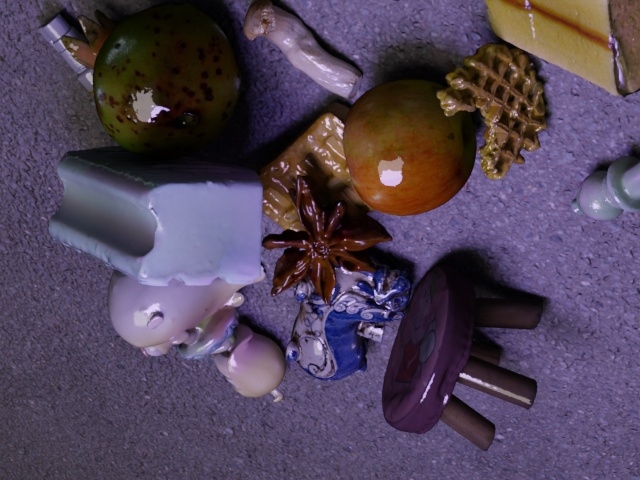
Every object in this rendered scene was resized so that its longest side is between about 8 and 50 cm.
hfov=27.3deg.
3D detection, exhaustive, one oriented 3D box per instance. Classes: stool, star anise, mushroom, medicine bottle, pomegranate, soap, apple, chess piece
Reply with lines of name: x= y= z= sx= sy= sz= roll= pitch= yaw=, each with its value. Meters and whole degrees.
stool: x=0.221 y=0.186 z=2.064 sx=0.178 sy=0.272 sz=0.272 roll=19 pitch=142 yaw=-9
star anise: x=0.006 y=0.002 z=2.014 sx=0.196 sy=0.111 sz=0.212 roll=11 pitch=109 yaw=-4
mushroom: x=-0.023 y=-0.270 z=1.888 sx=0.202 sy=0.054 sz=0.059 roll=37 pitch=139 yaw=-14
medicine bottle: x=-0.362 y=-0.265 z=2.106 sx=0.221 sy=0.061 sz=0.092 roll=50 pitch=156 yaw=-20
pomegranate: x=-0.247 y=-0.263 z=1.933 sx=0.286 sy=0.231 sz=0.231 roll=52 pitch=144 yaw=17
soap: x=-0.243 y=-0.048 z=2.001 sx=0.446 sy=0.261 sz=0.156 roll=18 pitch=106 yaw=57
apple: x=0.126 y=-0.131 z=1.831 sx=0.196 sy=0.196 sz=0.196 roll=18 pitch=139 yaw=16
chess piece: x=0.427 y=-0.078 z=1.757 sx=0.139 sy=0.139 sz=0.271 roll=41 pitch=150 yaw=-11

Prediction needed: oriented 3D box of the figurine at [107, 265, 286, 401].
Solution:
figurine: x=-0.183 y=0.145 z=2.349 sx=0.274 sy=0.227 sz=0.394 roll=-36 pitch=117 yaw=19

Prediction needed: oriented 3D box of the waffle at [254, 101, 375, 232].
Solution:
waffle: x=0.009 y=-0.096 z=2.041 sx=0.168 sy=0.057 sz=0.274 roll=41 pitch=140 yaw=-11

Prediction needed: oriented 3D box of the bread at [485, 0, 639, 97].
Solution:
bread: x=0.334 y=-0.316 z=1.619 sx=0.264 sy=0.163 sz=0.168 roll=38 pitch=155 yaw=46

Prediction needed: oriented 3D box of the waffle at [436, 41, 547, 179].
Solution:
waffle: x=0.231 y=-0.174 z=1.758 sx=0.051 sy=0.149 sz=0.194 roll=36 pitch=158 yaw=48

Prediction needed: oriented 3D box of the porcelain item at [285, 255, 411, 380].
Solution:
porcelain item: x=0.046 y=0.122 z=2.201 sx=0.186 sy=0.138 sz=0.288 roll=14 pitch=134 yaw=4
